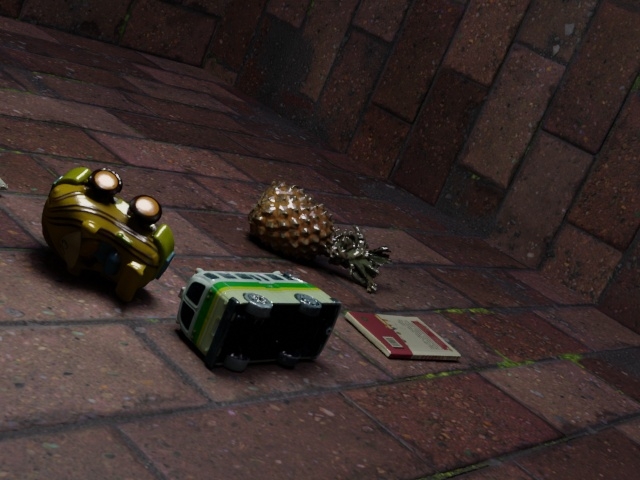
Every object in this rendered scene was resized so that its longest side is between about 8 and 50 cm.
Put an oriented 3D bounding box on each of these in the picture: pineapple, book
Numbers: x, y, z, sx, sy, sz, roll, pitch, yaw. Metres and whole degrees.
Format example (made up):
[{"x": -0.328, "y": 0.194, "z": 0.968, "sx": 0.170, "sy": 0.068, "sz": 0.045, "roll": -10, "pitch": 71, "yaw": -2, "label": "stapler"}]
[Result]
[{"x": 0.000, "y": 0.000, "z": 2.222, "sx": 0.361, "sy": 0.175, "sz": 0.175, "roll": 35, "pitch": 14, "yaw": -9, "label": "pineapple"}, {"x": 0.181, "y": 0.209, "z": 1.992, "sx": 0.232, "sy": 0.022, "sz": 0.162, "roll": 10, "pitch": 23, "yaw": -43, "label": "book"}]

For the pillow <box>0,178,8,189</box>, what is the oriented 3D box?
[{"x": -0.708, "y": -0.121, "z": 1.728, "sx": 0.128, "sy": 0.051, "sz": 0.229, "roll": 27, "pitch": 15, "yaw": 14, "label": "pillow"}]

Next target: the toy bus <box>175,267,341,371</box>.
[{"x": -0.111, "y": 0.130, "z": 1.613, "sx": 0.164, "sy": 0.134, "sz": 0.276, "roll": 35, "pitch": 19, "yaw": 36, "label": "toy bus"}]

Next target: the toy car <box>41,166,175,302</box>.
[{"x": -0.386, "y": -0.003, "z": 1.600, "sx": 0.248, "sy": 0.200, "sz": 0.142, "roll": 32, "pitch": 44, "yaw": 0, "label": "toy car"}]
